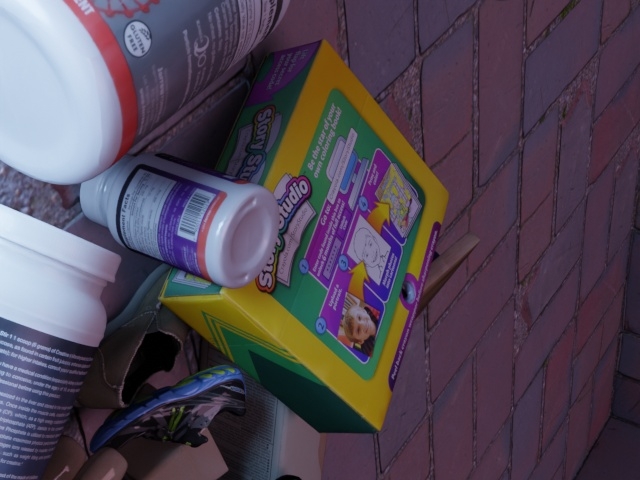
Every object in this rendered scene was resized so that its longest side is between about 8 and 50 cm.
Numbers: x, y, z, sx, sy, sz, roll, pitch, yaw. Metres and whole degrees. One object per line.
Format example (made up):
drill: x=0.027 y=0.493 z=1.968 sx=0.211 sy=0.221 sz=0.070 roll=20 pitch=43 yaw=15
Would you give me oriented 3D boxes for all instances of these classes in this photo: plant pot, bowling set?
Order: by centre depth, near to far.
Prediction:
bowling set: x=-0.258 y=0.294 z=1.129 sx=0.154 sy=0.200 sz=0.287 roll=-50 pitch=142 yaw=-29
plant pot: x=-0.192 y=0.257 z=1.317 sx=0.096 sy=0.109 sz=0.109 roll=-45 pitch=144 yaw=-24

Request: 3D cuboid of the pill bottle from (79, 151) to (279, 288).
pill bottle: x=-0.148 y=-0.029 z=1.117 sx=0.108 sy=0.194 sz=0.108 roll=-38 pitch=138 yaw=-45

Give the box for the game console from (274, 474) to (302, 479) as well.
game console: x=-0.167 y=0.405 z=1.353 sx=0.361 sy=0.044 sz=0.213 roll=-31 pitch=131 yaw=-13

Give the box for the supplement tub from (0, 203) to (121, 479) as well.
supplement tub: x=-0.299 y=0.107 z=0.933 sx=0.191 sy=0.191 sz=0.272 roll=33 pitch=78 yaw=-61

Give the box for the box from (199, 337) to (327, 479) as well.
box: x=-0.078 y=0.259 z=1.472 sx=0.121 sy=0.148 sz=0.311 roll=-28 pitch=132 yaw=-53

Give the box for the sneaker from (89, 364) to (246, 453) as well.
sneaker: x=-0.165 y=0.202 z=1.223 sx=0.188 sy=0.067 sz=0.078 roll=-20 pitch=95 yaw=-24

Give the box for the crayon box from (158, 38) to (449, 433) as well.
crayon box: x=0.000 y=0.000 z=1.322 sx=0.313 sy=0.106 sz=0.362 roll=45 pitch=52 yaw=-37

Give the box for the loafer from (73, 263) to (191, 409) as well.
loafer: x=-0.183 y=0.110 z=1.251 sx=0.251 sy=0.087 sz=0.094 roll=-48 pitch=144 yaw=-36

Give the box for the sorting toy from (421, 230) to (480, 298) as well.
sorting toy: x=0.086 y=0.098 z=1.630 sx=0.257 sy=0.089 sz=0.255 roll=-35 pitch=165 yaw=-47

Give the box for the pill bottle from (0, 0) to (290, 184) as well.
pill bottle: x=-0.154 y=-0.228 z=0.968 sx=0.363 sy=0.210 sz=0.210 roll=-48 pitch=144 yaw=-38
